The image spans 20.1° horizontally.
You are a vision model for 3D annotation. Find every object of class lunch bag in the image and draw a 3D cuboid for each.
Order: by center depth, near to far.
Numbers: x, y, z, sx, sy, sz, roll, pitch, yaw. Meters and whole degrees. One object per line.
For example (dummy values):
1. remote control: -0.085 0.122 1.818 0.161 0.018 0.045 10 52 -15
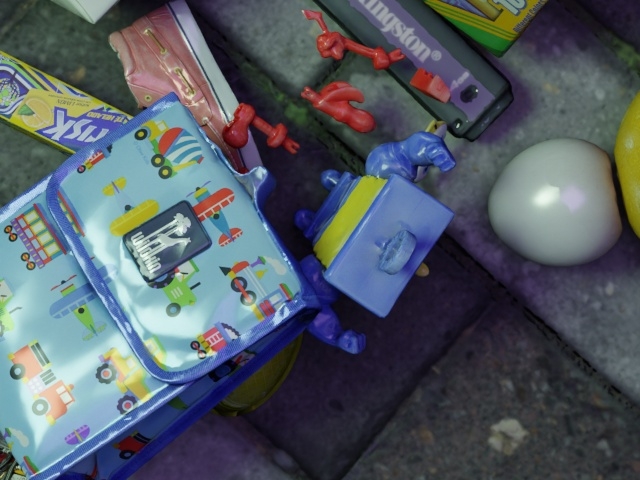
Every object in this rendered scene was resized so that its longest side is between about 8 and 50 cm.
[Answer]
1. lunch bag: -0.149 0.039 1.492 0.293 0.138 0.221 -38 71 9

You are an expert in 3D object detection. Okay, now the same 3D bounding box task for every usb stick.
1. usb stick: 0.060 -0.206 1.654 0.278 0.045 0.077 44 81 -2

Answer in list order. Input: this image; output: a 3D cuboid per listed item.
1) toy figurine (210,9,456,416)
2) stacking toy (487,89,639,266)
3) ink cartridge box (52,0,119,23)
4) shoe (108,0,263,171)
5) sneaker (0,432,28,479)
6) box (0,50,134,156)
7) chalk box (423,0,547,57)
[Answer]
1. toy figurine: 0.000 0.000 1.513 0.191 0.217 0.362 36 89 -25
2. stacking toy: 0.383 -0.079 1.594 0.480 0.350 0.350 -10 86 10
3. ink cartridge box: -0.167 -0.340 1.548 0.283 0.207 0.117 -46 125 -9
4. shoe: -0.121 -0.124 1.619 0.081 0.063 0.178 -27 86 -4
5. sneaker: -0.265 0.196 1.552 0.225 0.093 0.088 30 83 -2
6. box: -0.225 -0.107 1.602 0.169 0.059 0.054 26 84 -4
7. chalk box: 0.116 -0.338 1.586 0.289 0.179 0.180 36 63 -3
